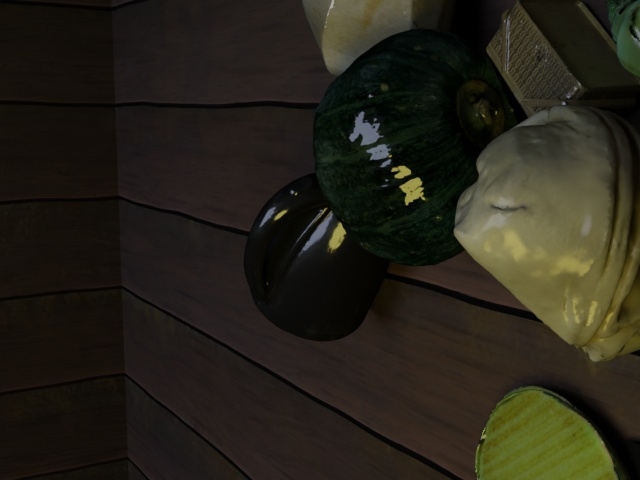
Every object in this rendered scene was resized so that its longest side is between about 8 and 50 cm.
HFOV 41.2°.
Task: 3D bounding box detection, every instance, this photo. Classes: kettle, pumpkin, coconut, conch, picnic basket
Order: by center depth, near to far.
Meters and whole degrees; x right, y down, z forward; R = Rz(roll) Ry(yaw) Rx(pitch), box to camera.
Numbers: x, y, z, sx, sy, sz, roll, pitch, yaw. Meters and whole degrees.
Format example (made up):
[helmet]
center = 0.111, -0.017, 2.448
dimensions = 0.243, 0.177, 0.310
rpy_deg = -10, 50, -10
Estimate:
[conch]
center = 0.368, -0.204, 0.883
dimensions = 0.201, 0.079, 0.095
rpy_deg = 36, 113, 32
[picnic basket]
center = 0.281, -0.201, 0.987
dimensions = 0.164, 0.115, 0.079
rpy_deg = 66, 147, 29
[pumpkin]
center = 0.102, -0.096, 1.106
dimensions = 0.263, 0.197, 0.293
rpy_deg = -6, 121, 44
[coconut]
center = 0.075, -0.325, 1.200
dimensions = 0.222, 0.202, 0.202
rpy_deg = 18, 116, 15
[kettle]
center = 0.000, 0.000, 1.346
dimensions = 0.207, 0.268, 0.290
rpy_deg = 56, 138, 31

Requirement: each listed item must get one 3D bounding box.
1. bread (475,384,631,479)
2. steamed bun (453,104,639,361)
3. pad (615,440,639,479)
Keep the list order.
[bread]
center = 0.300, 0.337, 1.105
dimensions = 0.301, 0.045, 0.301
rpy_deg = 13, 104, 61
[steamed bun]
center = 0.280, -0.028, 0.860
dimensions = 0.203, 0.289, 0.276
rpy_deg = -44, 26, 20
[pad]
center = 0.444, 0.325, 0.875
dimensions = 0.375, 0.063, 0.315
rpy_deg = -175, 79, -72
